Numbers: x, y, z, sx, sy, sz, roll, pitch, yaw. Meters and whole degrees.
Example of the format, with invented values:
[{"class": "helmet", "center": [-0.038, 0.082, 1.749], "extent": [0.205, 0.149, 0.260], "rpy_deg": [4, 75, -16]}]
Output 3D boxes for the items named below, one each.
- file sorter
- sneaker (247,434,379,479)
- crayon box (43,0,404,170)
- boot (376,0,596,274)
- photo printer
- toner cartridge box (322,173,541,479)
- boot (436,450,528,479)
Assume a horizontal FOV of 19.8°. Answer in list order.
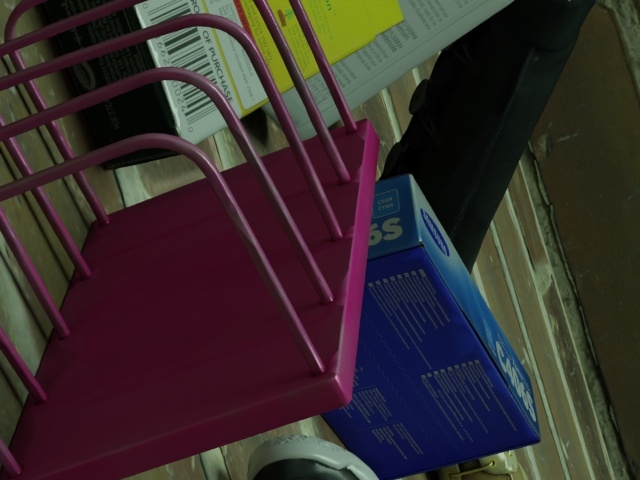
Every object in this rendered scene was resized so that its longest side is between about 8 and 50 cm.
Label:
[{"class": "file sorter", "center": [-0.100, -0.029, 1.039], "extent": [0.291, 0.202, 0.182], "rpy_deg": [-81, 148, -59]}, {"class": "sneaker", "center": [0.017, 0.274, 1.322], "extent": [0.153, 0.101, 0.268], "rpy_deg": [-88, 159, -58]}, {"class": "crayon box", "center": [-0.072, -0.200, 1.348], "extent": [0.318, 0.081, 0.202], "rpy_deg": [-34, 109, -51]}, {"class": "boot", "center": [0.178, -0.204, 1.910], "extent": [0.367, 0.146, 0.445], "rpy_deg": [-77, -175, -56]}, {"class": "photo printer", "center": [0.045, -0.237, 1.580], "extent": [0.107, 0.307, 0.256], "rpy_deg": [59, 8, 26]}, {"class": "toner cartridge box", "center": [0.062, 0.087, 1.582], "extent": [0.348, 0.165, 0.075], "rpy_deg": [57, 21, -50]}, {"class": "boot", "center": [0.138, 0.192, 1.881], "extent": [0.203, 0.095, 0.262], "rpy_deg": [49, 26, -59]}]
